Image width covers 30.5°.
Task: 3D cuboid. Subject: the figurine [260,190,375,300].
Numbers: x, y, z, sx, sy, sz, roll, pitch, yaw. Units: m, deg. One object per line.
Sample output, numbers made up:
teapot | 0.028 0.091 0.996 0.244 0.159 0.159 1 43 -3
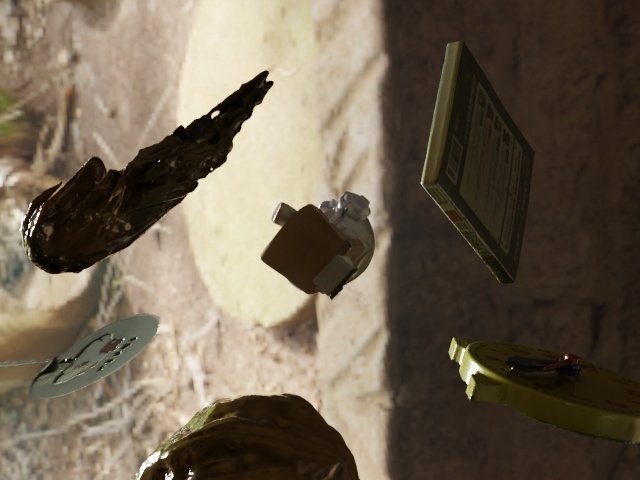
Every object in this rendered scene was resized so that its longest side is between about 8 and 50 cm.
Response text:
figurine | 0.003 0.002 1.651 0.141 0.237 0.162 40 105 5

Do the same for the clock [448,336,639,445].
clock | 0.322 0.185 1.565 0.277 0.293 0.071 -118 43 -77

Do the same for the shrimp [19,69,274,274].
shrimp | -0.134 -0.059 0.988 0.066 0.262 0.117 46 172 14

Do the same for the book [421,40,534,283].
book | 0.204 -0.092 1.475 0.027 0.264 0.202 -4 61 30

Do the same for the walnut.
walnut | -0.095 0.350 1.521 0.344 0.306 0.306 -33 61 28

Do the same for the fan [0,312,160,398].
fan | -0.338 0.158 1.550 0.329 0.191 0.009 -11 114 39
